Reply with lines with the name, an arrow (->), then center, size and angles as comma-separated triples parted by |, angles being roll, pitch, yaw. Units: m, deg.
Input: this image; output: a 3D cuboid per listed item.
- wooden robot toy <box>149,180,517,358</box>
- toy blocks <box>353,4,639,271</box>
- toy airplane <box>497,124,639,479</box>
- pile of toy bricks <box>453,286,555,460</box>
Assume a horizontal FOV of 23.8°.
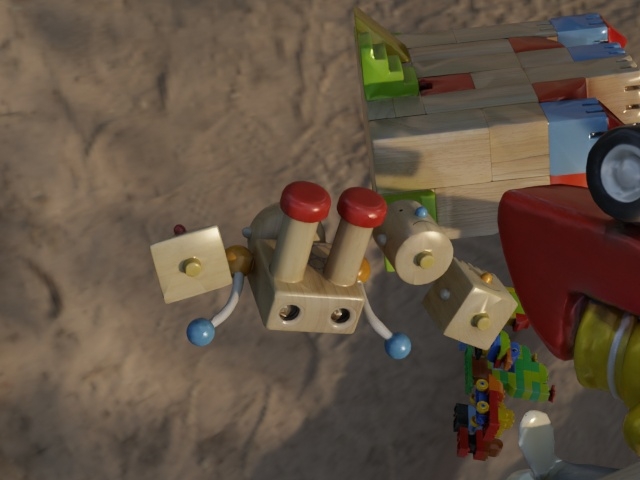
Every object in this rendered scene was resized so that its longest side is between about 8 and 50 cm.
wooden robot toy -> 0.000, 0.000, 0.675 | 0.173, 0.079, 0.076 | 5, 117, -22
toy blocks -> 0.171, -0.110, 1.365 | 0.261, 0.381, 0.190 | -6, 114, 1
toy airplane -> 0.294, 0.122, 0.942 | 0.386, 0.384, 0.272 | 17, 118, -9
pile of toy bricks -> 0.216, 0.156, 1.717 | 0.105, 0.212, 0.118 | 11, 135, -5
